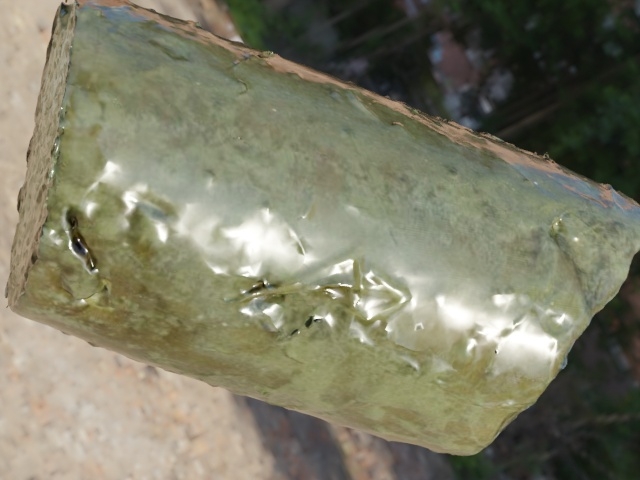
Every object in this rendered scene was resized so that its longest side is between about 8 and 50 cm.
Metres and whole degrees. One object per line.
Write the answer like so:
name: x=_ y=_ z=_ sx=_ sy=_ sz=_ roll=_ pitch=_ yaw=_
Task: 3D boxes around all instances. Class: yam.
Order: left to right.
yam: x=0.000 y=0.000 z=0.739 sx=0.304 sy=0.168 sz=0.168 roll=21 pitch=23 yaw=-17
